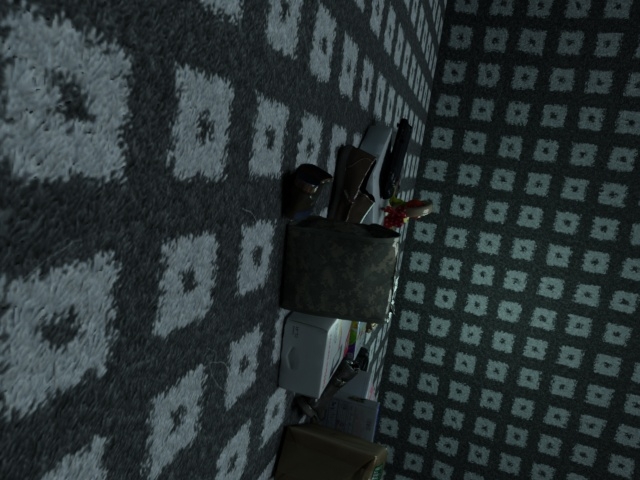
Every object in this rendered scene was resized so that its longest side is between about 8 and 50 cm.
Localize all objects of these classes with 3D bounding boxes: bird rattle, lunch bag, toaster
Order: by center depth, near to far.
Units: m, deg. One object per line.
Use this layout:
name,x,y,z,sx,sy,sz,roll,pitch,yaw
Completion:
lunch bag,0.062,0.072,1.167,0.169,0.287,0.235,-35,133,-67
bird rattle,0.347,-0.131,1.840,0.253,0.207,0.143,-42,123,-79
toaster,0.154,0.605,2.104,0.146,0.129,0.227,80,25,-56

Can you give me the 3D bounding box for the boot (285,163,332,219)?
boot,-0.035,-0.124,1.135,0.106,0.082,0.219,-61,175,21

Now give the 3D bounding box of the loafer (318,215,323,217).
loafer,0.000,0.000,1.336,0.056,0.050,0.148,-53,134,-63

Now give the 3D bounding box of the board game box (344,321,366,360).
board game box,0.086,0.256,1.618,0.144,0.142,0.275,-42,140,-64

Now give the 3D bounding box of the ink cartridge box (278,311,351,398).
ink cartridge box,-0.002,0.290,1.373,0.306,0.131,0.226,-40,139,-67

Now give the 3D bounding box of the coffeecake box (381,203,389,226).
coffeecake box,0.294,-0.139,2.186,0.142,0.068,0.185,-40,138,-66

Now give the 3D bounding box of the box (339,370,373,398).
box,0.106,0.607,1.843,0.119,0.182,0.181,64,40,-65

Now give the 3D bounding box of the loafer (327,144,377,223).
loafer,0.107,-0.117,1.464,0.134,0.130,0.365,-32,131,-68

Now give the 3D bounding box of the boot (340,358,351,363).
boot,0.066,0.448,1.762,0.305,0.112,0.115,-55,162,-58

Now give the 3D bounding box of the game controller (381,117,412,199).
game controller,0.288,-0.314,1.764,0.166,0.067,0.319,101,8,-64

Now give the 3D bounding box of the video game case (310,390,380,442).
video game case,0.084,0.709,1.729,0.061,0.244,0.269,-33,132,-70

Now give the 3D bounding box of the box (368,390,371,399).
box,0.178,0.783,2.254,0.300,0.154,0.142,75,31,-54

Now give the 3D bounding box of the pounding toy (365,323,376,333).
pounding toy,0.242,0.388,2.228,0.181,0.094,0.206,-45,137,-30

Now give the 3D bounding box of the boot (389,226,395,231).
boot,0.316,0.023,2.350,0.269,0.089,0.236,-64,147,-42

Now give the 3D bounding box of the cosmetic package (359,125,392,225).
cosmetic package,0.198,-0.206,1.772,0.377,0.097,0.284,84,22,-46

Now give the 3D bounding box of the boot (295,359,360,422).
boot,0.045,0.503,1.543,0.229,0.091,0.263,-40,154,-5

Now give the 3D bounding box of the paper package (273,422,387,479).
paper package,0.045,0.725,1.493,0.325,0.310,0.168,56,47,-66
